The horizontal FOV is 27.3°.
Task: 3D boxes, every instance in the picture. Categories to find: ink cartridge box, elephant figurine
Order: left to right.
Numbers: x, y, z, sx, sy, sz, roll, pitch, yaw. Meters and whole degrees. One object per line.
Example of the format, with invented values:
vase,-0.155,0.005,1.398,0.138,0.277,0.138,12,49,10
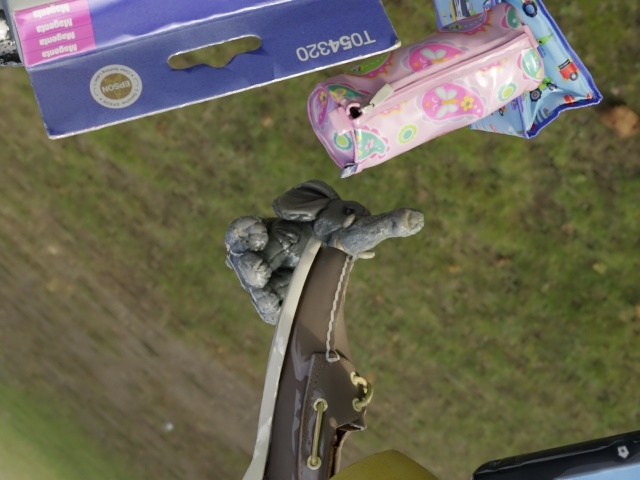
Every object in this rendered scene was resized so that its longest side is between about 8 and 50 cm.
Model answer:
ink cartridge box,-0.130,-0.278,1.160,0.071,0.324,0.330,100,150,-62
elephant figurine,0.000,0.000,1.787,0.186,0.239,0.169,57,170,29

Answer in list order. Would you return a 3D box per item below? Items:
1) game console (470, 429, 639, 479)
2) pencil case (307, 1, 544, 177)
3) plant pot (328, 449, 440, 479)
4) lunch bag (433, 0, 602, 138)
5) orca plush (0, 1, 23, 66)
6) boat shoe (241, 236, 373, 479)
game console,0.364,0.369,1.382,0.386,0.060,0.342,-19,86,32
pencil case,0.124,-0.181,1.569,0.124,0.284,0.124,56,161,30
plant pot,0.053,0.224,1.052,0.134,0.134,0.095,91,154,-67
lunch bag,0.260,-0.313,1.933,0.293,0.138,0.221,65,170,-13
orca plush,-0.336,-0.198,1.294,0.151,0.287,0.102,55,136,49
boat shoe,-0.007,0.160,1.160,0.096,0.324,0.116,10,167,8
